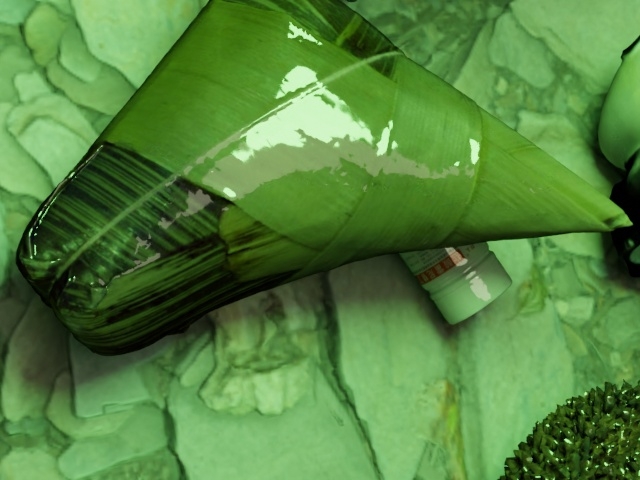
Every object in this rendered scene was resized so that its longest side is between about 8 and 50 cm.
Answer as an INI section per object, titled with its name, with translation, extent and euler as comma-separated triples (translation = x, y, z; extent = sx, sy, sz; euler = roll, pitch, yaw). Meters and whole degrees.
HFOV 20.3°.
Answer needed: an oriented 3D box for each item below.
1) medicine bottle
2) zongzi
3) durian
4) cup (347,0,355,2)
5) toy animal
[medicine bottle]
translation = 0.089, 0.009, 1.265
extent = 0.057, 0.057, 0.089
euler = -36, 94, -18
[zongzi]
translation = 0.000, 0.000, 1.159
extent = 0.317, 0.154, 0.289
euler = 34, 76, 12
[durian]
translation = 0.218, 0.184, 1.228
extent = 0.196, 0.167, 0.196
euler = 11, 65, -25
[cup]
translation = 0.127, -0.334, 1.192
extent = 0.331, 0.311, 0.256
euler = -18, 87, -18
[toy animal]
translation = 0.287, -0.067, 1.293
extent = 0.166, 0.138, 0.179
euler = -5, 75, -1
